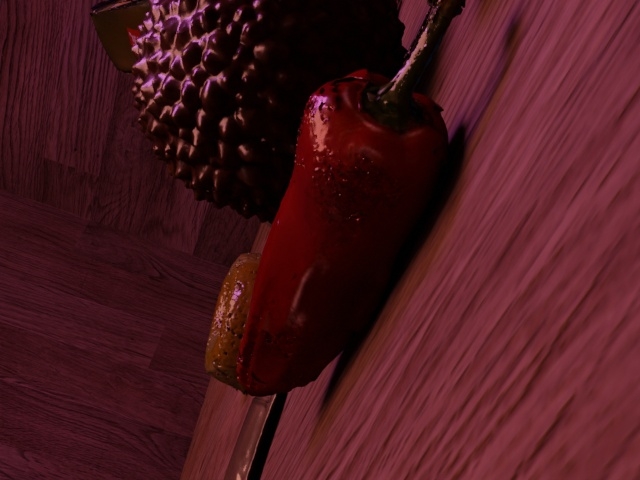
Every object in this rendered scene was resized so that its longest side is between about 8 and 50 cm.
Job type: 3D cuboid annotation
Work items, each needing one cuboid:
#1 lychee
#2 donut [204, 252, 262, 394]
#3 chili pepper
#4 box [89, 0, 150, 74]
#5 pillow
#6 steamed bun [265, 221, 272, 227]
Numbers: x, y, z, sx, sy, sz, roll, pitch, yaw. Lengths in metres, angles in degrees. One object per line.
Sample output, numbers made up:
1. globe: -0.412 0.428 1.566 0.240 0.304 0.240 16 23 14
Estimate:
1. lychee: -0.055 -0.173 0.812 0.330 0.306 0.306 -77 8 -75
2. donut: -0.142 0.141 1.431 0.272 0.107 0.272 -163 90 -83
3. chili pepper: 0.013 -0.009 0.587 0.110 0.110 0.388 -79 10 -52
4. box: -0.145 -0.440 1.402 0.420 0.138 0.373 -35 30 -28
5. pillow: -0.091 0.267 0.948 0.130 0.033 0.218 140 149 -72
6. steamed bun: -0.094 -0.242 1.493 0.342 0.255 0.368 -75 10 -46
